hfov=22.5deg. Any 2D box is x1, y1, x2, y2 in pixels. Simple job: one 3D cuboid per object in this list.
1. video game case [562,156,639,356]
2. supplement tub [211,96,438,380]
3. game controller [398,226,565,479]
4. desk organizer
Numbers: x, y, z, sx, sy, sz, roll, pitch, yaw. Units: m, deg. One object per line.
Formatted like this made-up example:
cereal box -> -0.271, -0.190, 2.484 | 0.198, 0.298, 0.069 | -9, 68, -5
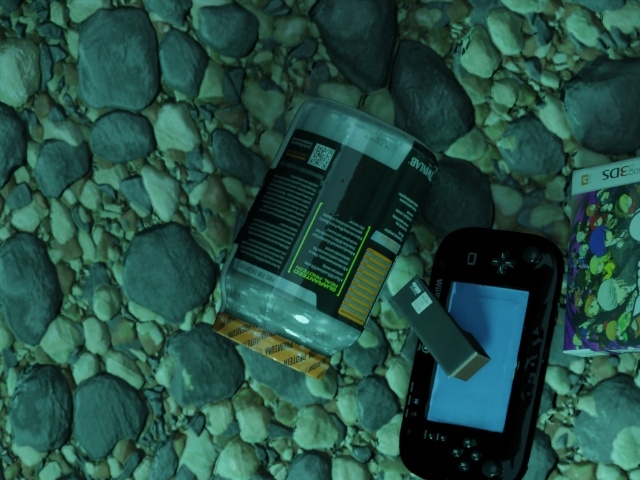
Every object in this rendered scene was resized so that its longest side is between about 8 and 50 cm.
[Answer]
video game case -> 0.373, 0.016, 1.886 | 0.210, 0.042, 0.232 | -10, 72, 56
supplement tub -> 0.000, 0.000, 1.979 | 0.194, 0.193, 0.316 | 24, 85, 19
game controller -> 0.196, 0.143, 1.960 | 0.166, 0.067, 0.319 | 9, 80, 17
desk organizer -> 0.146, 0.107, 1.942 | 0.047, 0.050, 0.130 | -44, 59, 13
